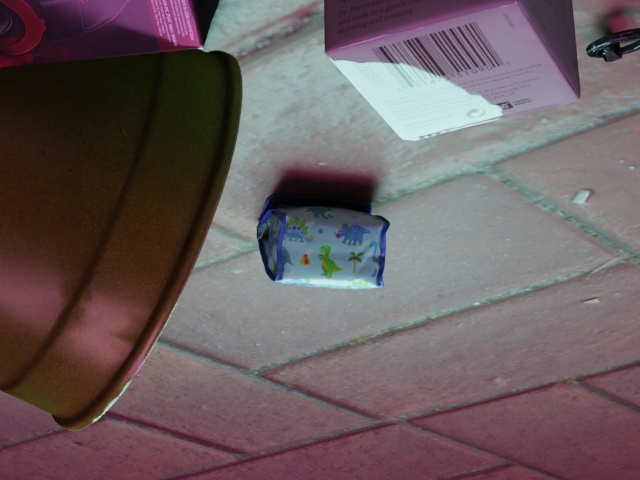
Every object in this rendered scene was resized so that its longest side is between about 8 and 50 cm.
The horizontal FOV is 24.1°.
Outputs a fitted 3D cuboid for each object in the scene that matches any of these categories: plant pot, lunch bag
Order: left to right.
[{"bbox_3d":[-0.307,-0.070,1.290,0.353,0.366,0.366,24,148,-21],"label":"plant pot"},{"bbox_3d":[0.000,0.000,1.701,0.128,0.096,0.151,5,-175,-11],"label":"lunch bag"}]

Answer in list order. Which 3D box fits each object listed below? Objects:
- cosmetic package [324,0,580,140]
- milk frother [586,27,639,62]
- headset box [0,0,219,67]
[{"bbox_3d":[0.099,-0.200,1.136,0.151,0.184,0.151,-11,152,24],"label":"cosmetic package"},{"bbox_3d":[0.323,-0.132,1.349,0.143,0.135,0.129,-17,150,33],"label":"milk frother"},{"bbox_3d":[-0.205,-0.240,1.040,0.293,0.110,0.218,-4,127,9],"label":"headset box"}]
